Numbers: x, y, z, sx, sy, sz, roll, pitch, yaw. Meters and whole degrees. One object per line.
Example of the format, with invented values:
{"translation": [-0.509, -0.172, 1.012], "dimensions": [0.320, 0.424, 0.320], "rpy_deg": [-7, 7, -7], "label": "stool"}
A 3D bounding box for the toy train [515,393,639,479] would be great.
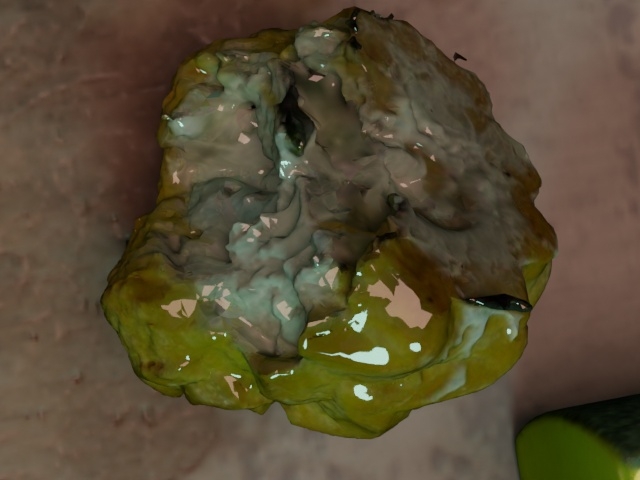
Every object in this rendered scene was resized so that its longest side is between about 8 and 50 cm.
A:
{"translation": [0.272, 0.133, 0.617], "dimensions": [0.442, 0.179, 0.272], "rpy_deg": [-10, 87, -9], "label": "toy train"}

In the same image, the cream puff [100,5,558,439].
{"translation": [-0.001, 0.001, 0.589], "dimensions": [0.156, 0.156, 0.121], "rpy_deg": [-57, 142, -5], "label": "cream puff"}
